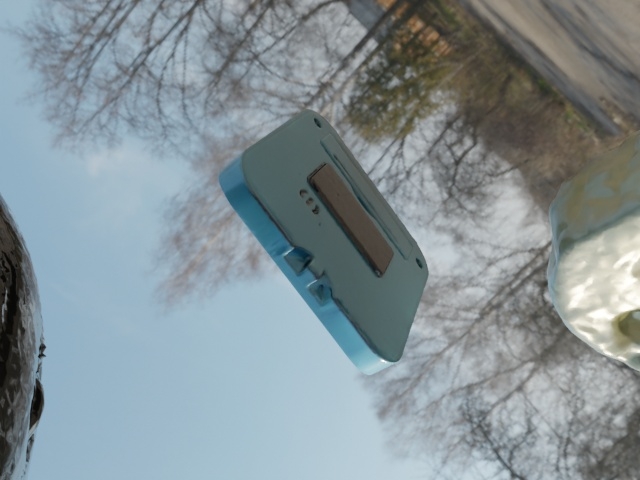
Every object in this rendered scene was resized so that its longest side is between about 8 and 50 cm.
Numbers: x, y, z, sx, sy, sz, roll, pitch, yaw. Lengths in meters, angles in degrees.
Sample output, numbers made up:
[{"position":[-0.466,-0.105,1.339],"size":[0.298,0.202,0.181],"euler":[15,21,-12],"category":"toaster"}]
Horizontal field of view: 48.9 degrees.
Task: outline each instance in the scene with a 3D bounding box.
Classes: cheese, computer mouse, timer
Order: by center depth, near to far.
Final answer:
[{"position":[-0.254,0.050,0.488],"size":[0.116,0.183,0.323],"euler":[-15,-118,-25],"category":"computer mouse"},{"position":[0.376,0.012,0.644],"size":[0.318,0.326,0.115],"euler":[78,-159,-49],"category":"cheese"},{"position":[0.000,0.000,0.700],"size":[0.232,0.091,0.250],"euler":[54,-158,-7],"category":"timer"}]
